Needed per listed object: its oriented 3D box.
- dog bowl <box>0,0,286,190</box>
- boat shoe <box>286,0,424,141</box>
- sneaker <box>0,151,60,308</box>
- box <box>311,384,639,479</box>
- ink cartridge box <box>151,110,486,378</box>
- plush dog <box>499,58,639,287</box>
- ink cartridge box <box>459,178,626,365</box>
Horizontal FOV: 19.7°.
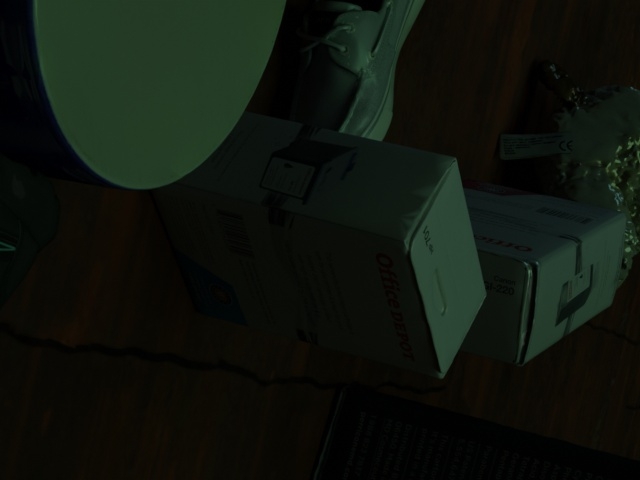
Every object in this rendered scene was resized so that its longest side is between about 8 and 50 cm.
[{"bbox_3d":[-0.118,-0.162,0.988,0.265,0.104,0.265,-37,133,-54],"label":"dog bowl"},{"bbox_3d":[0.015,-0.144,1.315,0.081,0.079,0.227,52,50,-47],"label":"boat shoe"},{"bbox_3d":[-0.208,-0.025,0.874,0.106,0.101,0.267,-67,152,-16],"label":"sneaker"},{"bbox_3d":[0.214,0.285,1.535,0.293,0.395,0.212,32,72,-63],"label":"box"},{"bbox_3d":[0.000,0.000,1.203,0.082,0.190,0.140,-59,149,-33],"label":"ink cartridge box"},{"bbox_3d":[0.277,-0.051,1.814,0.262,0.210,0.225,-37,156,-14],"label":"plush dog"},{"bbox_3d":[0.144,0.022,1.544,0.218,0.158,0.092,-20,119,-60],"label":"ink cartridge box"}]
